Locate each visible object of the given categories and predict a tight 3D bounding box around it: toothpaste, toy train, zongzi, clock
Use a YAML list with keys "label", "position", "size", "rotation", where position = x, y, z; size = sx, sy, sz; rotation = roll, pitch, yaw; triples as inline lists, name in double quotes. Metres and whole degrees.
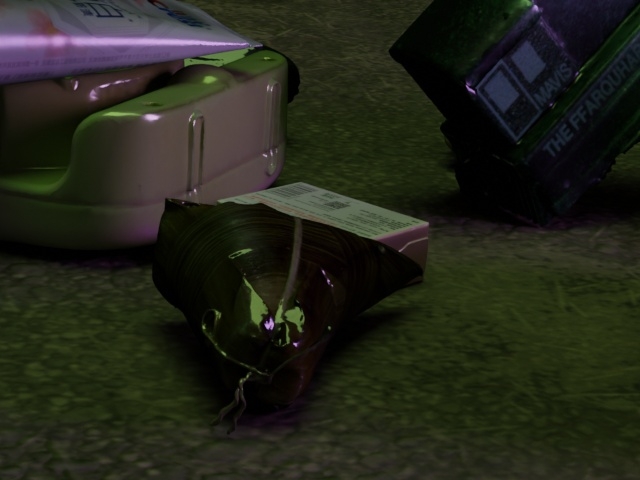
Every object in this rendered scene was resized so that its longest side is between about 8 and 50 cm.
- label: "toothpaste"
  position: [-0.190, -0.139, 1.183]
  size: [0.323, 0.066, 0.100]
  rotation: [-11, 31, -42]
- label: "toy train"
  position: [0.206, -0.174, 1.339]
  size: [0.330, 0.178, 0.138]
  rotation: [-48, 32, -7]
- label: "zongzi"
  position: [0.007, 0.043, 1.013]
  size: [0.184, 0.084, 0.187]
  rotation: [7, 22, -21]
- label: "clock"
  position: [-0.220, -0.094, 1.313]
  size: [0.348, 0.117, 0.286]
  rotation: [10, 19, 20]

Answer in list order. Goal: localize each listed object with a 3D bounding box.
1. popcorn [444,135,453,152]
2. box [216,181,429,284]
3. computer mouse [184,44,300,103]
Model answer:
- label: "popcorn"
  position: [0.133, -0.094, 1.475]
  size: [0.068, 0.059, 0.083]
  rotation: [-5, 11, -25]
- label: "box"
  position: [0.000, 0.000, 1.182]
  size: [0.125, 0.043, 0.089]
  rotation: [20, 24, 40]
- label: "computer mouse"
  position: [-0.128, -0.134, 1.490]
  size: [0.217, 0.073, 0.122]
  rotation: [11, -19, -1]
